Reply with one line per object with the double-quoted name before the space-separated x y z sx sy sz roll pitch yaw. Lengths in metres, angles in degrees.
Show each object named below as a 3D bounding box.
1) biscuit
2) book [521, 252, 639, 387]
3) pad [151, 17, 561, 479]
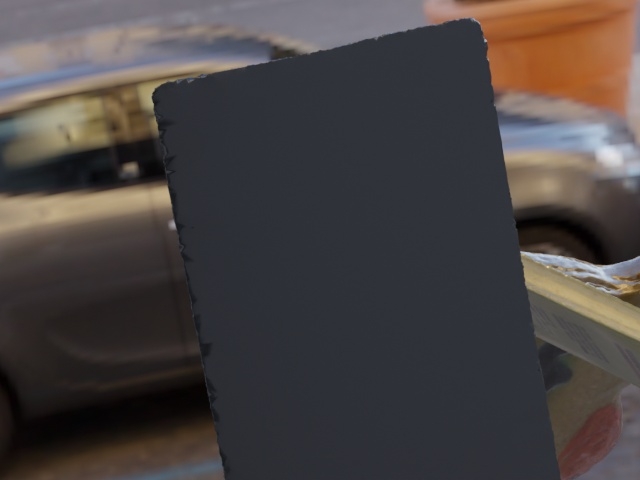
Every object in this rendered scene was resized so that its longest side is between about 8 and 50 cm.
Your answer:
"biscuit" 0.187 0.132 2.031 0.394 0.368 0.076 16 32 -24
"book" 0.190 0.058 1.452 0.231 0.026 0.161 27 -11 30
"pad" 0.023 0.048 0.807 0.160 0.265 0.009 -14 8 -26
